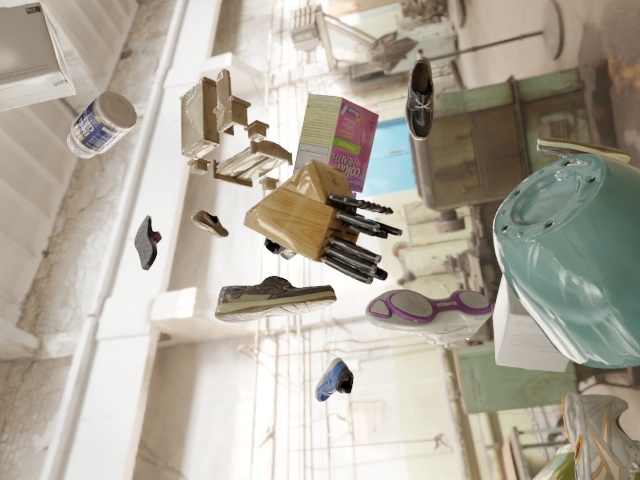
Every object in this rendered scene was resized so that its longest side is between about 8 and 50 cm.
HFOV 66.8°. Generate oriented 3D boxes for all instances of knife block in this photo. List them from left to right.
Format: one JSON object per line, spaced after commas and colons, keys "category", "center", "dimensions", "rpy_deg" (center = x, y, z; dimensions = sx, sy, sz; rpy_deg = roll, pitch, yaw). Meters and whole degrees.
{"category": "knife block", "center": [0.000, 0.000, 0.831], "dimensions": [0.088, 0.276, 0.241], "rpy_deg": [12, -126, -46]}

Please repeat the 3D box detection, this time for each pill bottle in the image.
{"category": "pill bottle", "center": [-0.501, -0.255, 1.100], "dimensions": [0.094, 0.170, 0.094], "rpy_deg": [33, -136, -38]}

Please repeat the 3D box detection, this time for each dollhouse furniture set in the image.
{"category": "dollhouse furniture set", "center": [-0.182, -0.286, 1.305], "dimensions": [0.356, 0.303, 0.173], "rpy_deg": [10, -111, -45]}

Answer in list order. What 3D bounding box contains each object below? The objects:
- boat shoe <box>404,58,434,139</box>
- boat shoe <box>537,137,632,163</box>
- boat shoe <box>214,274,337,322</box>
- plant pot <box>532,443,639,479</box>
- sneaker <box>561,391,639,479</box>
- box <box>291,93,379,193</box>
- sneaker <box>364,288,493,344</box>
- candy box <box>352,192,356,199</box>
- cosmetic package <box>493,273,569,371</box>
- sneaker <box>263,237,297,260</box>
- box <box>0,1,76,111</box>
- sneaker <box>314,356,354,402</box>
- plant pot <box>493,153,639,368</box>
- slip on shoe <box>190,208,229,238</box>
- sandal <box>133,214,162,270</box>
{"category": "boat shoe", "center": [0.295, -0.415, 1.440], "dimensions": [0.079, 0.084, 0.232], "rpy_deg": [-75, -16, -74]}
{"category": "boat shoe", "center": [0.617, -0.194, 1.146], "dimensions": [0.080, 0.224, 0.073], "rpy_deg": [-97, 16, -68]}
{"category": "boat shoe", "center": [-0.056, 0.065, 0.586], "dimensions": [0.056, 0.153, 0.049], "rpy_deg": [63, -160, -65]}
{"category": "plant pot", "center": [0.646, 0.705, 1.184], "dimensions": [0.353, 0.367, 0.366], "rpy_deg": [-34, -62, -44]}
{"category": "sneaker", "center": [0.497, 0.387, 0.822], "dimensions": [0.099, 0.121, 0.262], "rpy_deg": [39, -136, -50]}
{"category": "box", "center": [0.047, -0.271, 1.392], "dimensions": [0.214, 0.117, 0.242], "rpy_deg": [2, -77, -56]}
{"category": "sneaker", "center": [0.244, 0.193, 1.118], "dimensions": [0.114, 0.306, 0.152], "rpy_deg": [-104, 22, -49]}
{"category": "candy box", "center": [0.038, -0.210, 1.788], "dimensions": [0.070, 0.197, 0.164], "rpy_deg": [-121, 34, -52]}
{"category": "cosmetic package", "center": [0.487, 0.179, 1.105], "dimensions": [0.151, 0.152, 0.183], "rpy_deg": [-72, -17, -48]}
{"category": "sneaker", "center": [-0.138, 0.001, 1.651], "dimensions": [0.121, 0.111, 0.300], "rpy_deg": [-47, -17, -19]}
{"category": "box", "center": [-0.690, -0.417, 1.108], "dimensions": [0.119, 0.181, 0.181], "rpy_deg": [131, 120, -76]}
{"category": "sneaker", "center": [0.042, 0.408, 1.344], "dimensions": [0.058, 0.152, 0.084], "rpy_deg": [11, -157, -43]}
{"category": "plant pot", "center": [0.416, 0.010, 0.757], "dimensions": [0.235, 0.293, 0.293], "rpy_deg": [42, -157, -15]}
{"category": "slip on shoe", "center": [-0.280, -0.045, 1.277], "dimensions": [0.135, 0.041, 0.051], "rpy_deg": [35, -162, -51]}
{"category": "sandal", "center": [-0.365, 0.008, 1.044], "dimensions": [0.040, 0.067, 0.179], "rpy_deg": [23, -159, -36]}
